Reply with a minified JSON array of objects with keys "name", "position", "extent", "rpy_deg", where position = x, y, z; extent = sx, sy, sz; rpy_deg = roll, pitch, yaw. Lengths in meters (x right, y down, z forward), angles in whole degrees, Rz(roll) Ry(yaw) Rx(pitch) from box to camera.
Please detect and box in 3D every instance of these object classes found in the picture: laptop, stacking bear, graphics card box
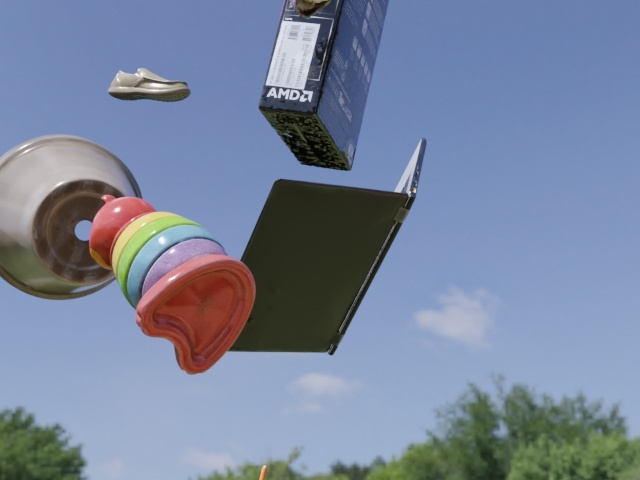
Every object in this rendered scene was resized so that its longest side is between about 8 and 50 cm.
[{"name":"laptop","position":[0.000,0.000,1.926],"extent":[0.236,0.408,0.382],"rpy_deg":[25,-59,-3]},{"name":"stacking bear","position":[-0.236,0.031,1.500],"extent":[0.289,0.164,0.175],"rpy_deg":[37,-12,42]},{"name":"graphics card box","position":[0.021,-0.312,1.527],"extent":[0.094,0.371,0.233],"rpy_deg":[8,-13,16]}]

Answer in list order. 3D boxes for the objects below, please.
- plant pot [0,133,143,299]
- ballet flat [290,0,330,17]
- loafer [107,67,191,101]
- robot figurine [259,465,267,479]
[{"name":"plant pot","position":[-0.457,-0.032,1.918],"extent":[0.323,0.323,0.280],"rpy_deg":[7,3,-25]},{"name":"ballet flat","position":[0.039,-0.352,1.261],"extent":[0.077,0.079,0.221],"rpy_deg":[20,-48,-36]},{"name":"loafer","position":[-0.285,-0.261,1.730],"extent":[0.148,0.050,0.056],"rpy_deg":[4,-5,15]},{"name":"robot figurine","position":[-0.068,0.343,1.030],"extent":[0.158,0.219,0.128],"rpy_deg":[-18,-7,25]}]
